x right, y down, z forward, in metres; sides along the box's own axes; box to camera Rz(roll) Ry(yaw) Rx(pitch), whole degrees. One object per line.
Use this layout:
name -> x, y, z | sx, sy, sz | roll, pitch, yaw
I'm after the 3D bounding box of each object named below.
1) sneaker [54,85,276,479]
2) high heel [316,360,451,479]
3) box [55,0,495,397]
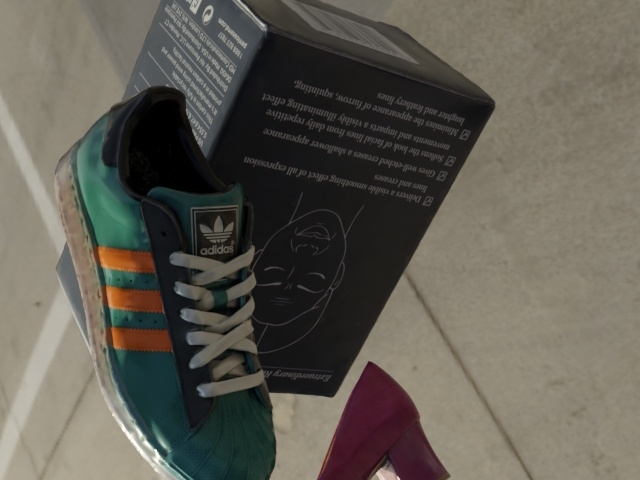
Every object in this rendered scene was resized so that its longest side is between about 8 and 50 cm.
sneaker -> -0.095, 0.030, 0.648 | 0.121, 0.108, 0.302 | -40, 67, 38
high heel -> -0.016, 0.188, 0.725 | 0.117, 0.244, 0.082 | 57, 154, 17
box -> -0.059, -0.051, 0.995 | 0.212, 0.293, 0.396 | 50, 120, 45
